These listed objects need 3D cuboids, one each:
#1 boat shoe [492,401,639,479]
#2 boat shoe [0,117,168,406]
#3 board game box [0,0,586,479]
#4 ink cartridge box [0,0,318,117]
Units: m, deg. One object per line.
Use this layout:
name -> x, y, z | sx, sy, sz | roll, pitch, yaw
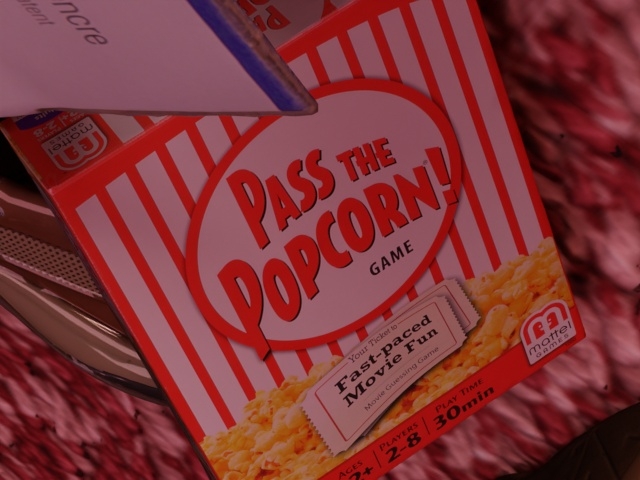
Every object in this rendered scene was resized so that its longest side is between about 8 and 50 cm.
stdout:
boat shoe -> 0.104, 0.139, 0.776 | 0.073, 0.080, 0.223 | 39, 142, -6
boat shoe -> -0.134, -0.055, 0.674 | 0.324, 0.122, 0.120 | 24, 143, -7
board game box -> 0.000, 0.000, 0.607 | 0.045, 0.147, 0.193 | 47, 167, 46
ink cartridge box -> -0.191, -0.120, 0.327 | 0.307, 0.072, 0.303 | -3, 149, 28
